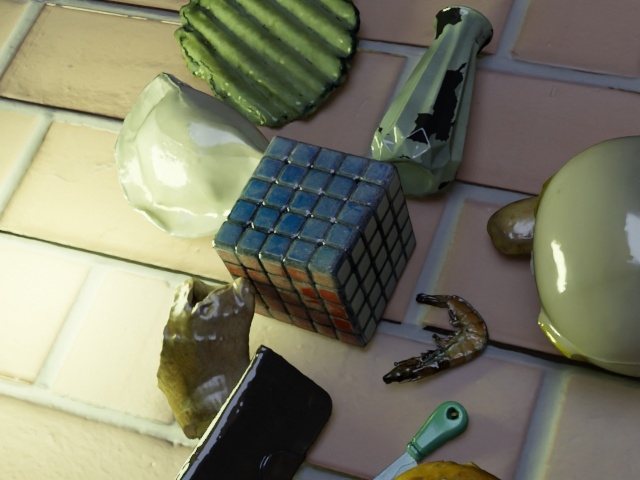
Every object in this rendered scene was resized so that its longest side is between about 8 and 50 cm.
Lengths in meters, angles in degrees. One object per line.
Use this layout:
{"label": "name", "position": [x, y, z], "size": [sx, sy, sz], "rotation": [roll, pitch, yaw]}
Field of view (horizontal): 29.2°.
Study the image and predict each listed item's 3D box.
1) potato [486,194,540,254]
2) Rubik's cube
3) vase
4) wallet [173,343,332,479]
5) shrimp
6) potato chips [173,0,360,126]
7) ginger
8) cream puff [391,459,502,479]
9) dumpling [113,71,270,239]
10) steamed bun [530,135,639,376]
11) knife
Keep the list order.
{"label": "potato", "position": [0.365, -0.025, 2.046], "size": [0.170, 0.080, 0.107], "rotation": [-13, 49, 3]}
{"label": "Rubik's cube", "position": [0.000, 0.000, 2.030], "size": [0.237, 0.238, 0.237], "rotation": [17, 63, 25]}
{"label": "vase", "position": [0.209, -0.253, 2.190], "size": [0.165, 0.165, 0.360], "rotation": [11, 59, 20]}
{"label": "wallet", "position": [-0.109, 0.331, 1.917], "size": [0.165, 0.042, 0.309], "rotation": [37, 70, -12]}
{"label": "shrimp", "position": [0.171, 0.154, 2.010], "size": [0.195, 0.035, 0.148], "rotation": [-23, 58, -8]}
{"label": "potato chips", "position": [-0.089, -0.411, 2.416], "size": [0.358, 0.070, 0.429], "rotation": [-41, 57, -8]}
{"label": "ginger", "position": [-0.162, 0.191, 1.999], "size": [0.221, 0.130, 0.275], "rotation": [17, 93, 14]}
{"label": "cream puff", "position": [0.199, 0.470, 1.693], "size": [0.343, 0.231, 0.327], "rotation": [-8, 52, 18]}
{"label": "dumpling", "position": [-0.232, -0.135, 2.230], "size": [0.341, 0.181, 0.260], "rotation": [36, 94, 0]}
{"label": "steamed bun", "position": [0.483, 0.021, 1.851], "size": [0.334, 0.334, 0.374], "rotation": [-2, 59, 13]}
{"label": "knife", "position": [0.133, 0.353, 1.908], "size": [0.260, 0.034, 0.063], "rotation": [-44, 65, -6]}
